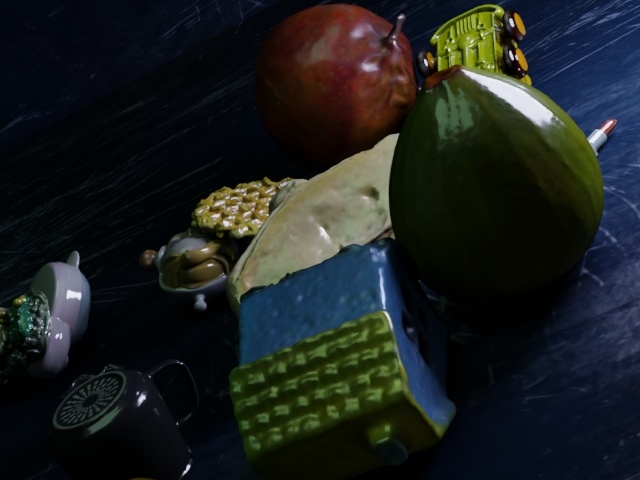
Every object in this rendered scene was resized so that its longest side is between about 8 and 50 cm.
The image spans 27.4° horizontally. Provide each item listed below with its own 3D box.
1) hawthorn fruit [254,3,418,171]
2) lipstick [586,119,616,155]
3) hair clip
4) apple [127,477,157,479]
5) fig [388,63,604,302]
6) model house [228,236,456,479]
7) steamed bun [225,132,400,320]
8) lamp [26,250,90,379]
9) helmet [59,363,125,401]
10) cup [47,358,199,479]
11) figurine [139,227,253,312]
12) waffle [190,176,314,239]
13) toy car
[{"bbox_3d":[0.039,-0.282,2.397,0.324,0.308,0.308,5,41,31],"label":"hawthorn fruit"},{"bbox_3d":[0.406,-0.141,1.977,0.129,0.030,0.030,-43,25,-22],"label":"lipstick"},{"bbox_3d":[-0.586,0.191,2.369,0.321,0.091,0.138,-38,50,49],"label":"hair clip"},{"bbox_3d":[-0.226,0.385,1.590,0.196,0.196,0.196,-27,24,13],"label":"apple"},{"bbox_3d":[0.219,-0.084,1.752,0.316,0.316,0.316,-27,24,13],"label":"fig"},{"bbox_3d":[0.032,0.175,1.633,0.237,0.215,0.303,-24,29,19],"label":"model house"},{"bbox_3d":[0.000,0.000,2.061,0.247,0.189,0.428,33,69,22],"label":"steamed bun"},{"bbox_3d":[-0.487,0.150,2.438,0.179,0.108,0.246,-49,32,41],"label":"lamp"},{"bbox_3d":[-0.359,0.255,2.134,0.123,0.070,0.098,-16,19,22],"label":"helmet"},{"bbox_3d":[-0.257,0.270,1.846,0.223,0.177,0.169,-38,22,-19],"label":"cup"},{"bbox_3d":[-0.222,0.036,2.324,0.193,0.133,0.274,-16,12,-19],"label":"figurine"},{"bbox_3d":[-0.100,-0.053,2.285,0.237,0.059,0.243,4,22,6],"label":"waffle"},{"bbox_3d":[0.279,-0.282,2.269,0.200,0.142,0.248,-20,47,30],"label":"toy car"}]
